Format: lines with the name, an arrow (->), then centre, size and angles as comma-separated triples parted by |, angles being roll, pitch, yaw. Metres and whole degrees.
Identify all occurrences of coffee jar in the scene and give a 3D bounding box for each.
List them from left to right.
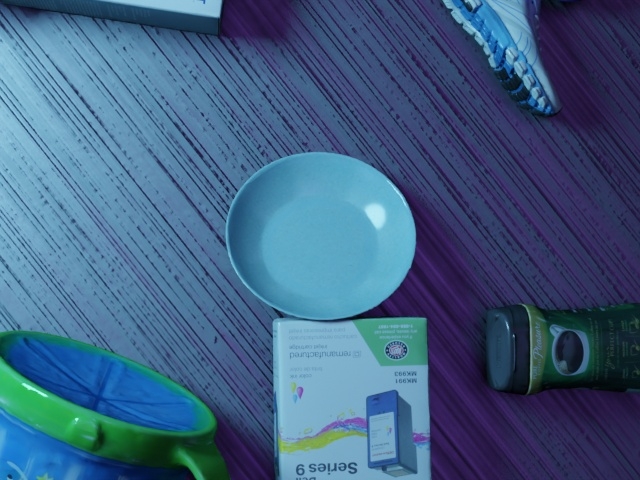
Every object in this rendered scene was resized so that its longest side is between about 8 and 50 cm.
coffee jar -> 0.263, 0.112, 1.302 | 0.184, 0.079, 0.096 | 0, 90, -6

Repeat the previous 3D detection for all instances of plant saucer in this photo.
plant saucer -> 0.000, 0.000, 1.286 | 0.195, 0.037, 0.195 | 1, 63, -3

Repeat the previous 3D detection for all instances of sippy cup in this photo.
sippy cup -> -0.245, 0.232, 1.188 | 0.240, 0.305, 0.224 | 20, 97, -32

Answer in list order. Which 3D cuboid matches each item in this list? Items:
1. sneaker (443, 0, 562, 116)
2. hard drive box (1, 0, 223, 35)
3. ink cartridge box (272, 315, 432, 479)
sneaker -> 0.211, -0.221, 1.325 | 0.083, 0.071, 0.190 | -33, 90, -12
hard drive box -> -0.205, -0.322, 1.282 | 0.232, 0.089, 0.181 | 7, 86, -5
ink cartridge box -> 0.031, 0.184, 1.271 | 0.154, 0.093, 0.212 | 0, 88, -6
